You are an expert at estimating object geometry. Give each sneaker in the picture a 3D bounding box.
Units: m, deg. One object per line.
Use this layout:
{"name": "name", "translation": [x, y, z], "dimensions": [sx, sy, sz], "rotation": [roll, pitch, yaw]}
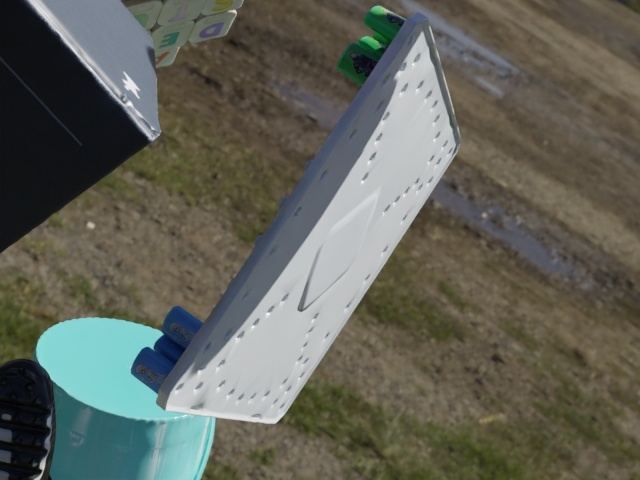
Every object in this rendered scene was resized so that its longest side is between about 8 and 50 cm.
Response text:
{"name": "sneaker", "translation": [-0.261, 0.200, 0.888], "dimensions": [0.078, 0.234, 0.106], "rotation": [11, 12, -2]}

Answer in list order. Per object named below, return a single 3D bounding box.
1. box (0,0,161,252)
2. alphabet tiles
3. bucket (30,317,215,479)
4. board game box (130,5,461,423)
{"name": "box", "translation": [-0.357, -0.102, 0.737], "dimensions": [0.293, 0.395, 0.212], "rotation": [51, 11, -28]}
{"name": "alphabet tiles", "translation": [-0.221, -0.246, 1.234], "dimensions": [0.284, 0.278, 0.021], "rotation": [-19, 80, -25]}
{"name": "bucket", "translation": [-0.271, 0.237, 1.395], "dimensions": [0.281, 0.183, 0.281], "rotation": [18, 20, -7]}
{"name": "board game box", "translation": [0.000, 0.000, 1.056], "dimensions": [0.050, 0.390, 0.390], "rotation": [33, -3, 17]}
